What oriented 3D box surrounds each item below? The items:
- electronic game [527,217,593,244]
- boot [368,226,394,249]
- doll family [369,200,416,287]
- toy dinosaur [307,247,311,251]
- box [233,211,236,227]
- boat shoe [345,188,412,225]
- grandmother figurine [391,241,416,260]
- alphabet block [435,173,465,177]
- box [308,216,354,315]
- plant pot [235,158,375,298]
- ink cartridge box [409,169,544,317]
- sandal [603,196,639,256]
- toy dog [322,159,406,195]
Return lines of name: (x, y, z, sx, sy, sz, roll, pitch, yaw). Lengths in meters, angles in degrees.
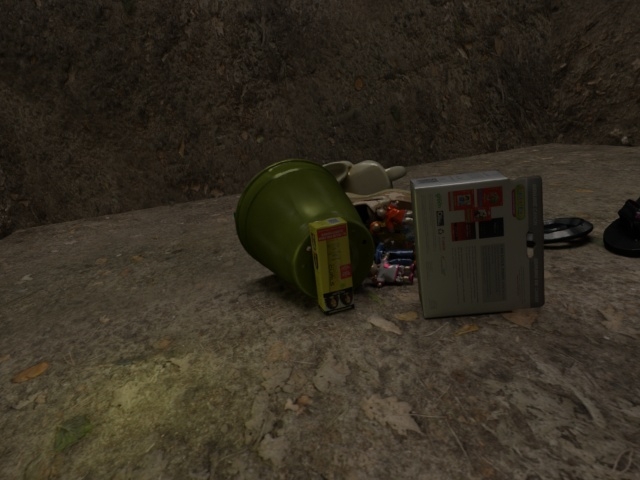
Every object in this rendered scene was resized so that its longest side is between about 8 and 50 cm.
electronic game: (0.743, -0.028, 1.593, 0.229, 0.048, 0.229, -13, 9, 2)
boot: (0.258, -0.027, 1.743, 0.123, 0.095, 0.258, -17, 15, -7)
doll family: (0.205, 0.020, 1.454, 0.163, 0.263, 0.118, 6, -16, 19)
toy dinosaur: (0.000, 0.000, 1.728, 0.064, 0.112, 0.212, 18, 60, 20)
box: (-0.319, -0.101, 2.313, 0.179, 0.105, 0.043, -21, 19, -39)
boat shoe: (0.185, -0.096, 1.695, 0.340, 0.122, 0.110, -2, 37, 9)
grandmother figurine: (0.377, -0.005, 1.621, 0.342, 0.104, 0.207, -16, 44, -39)
alphabet block: (0.505, -0.143, 1.885, 0.193, 0.193, 0.197, 6, 19, 38)
box: (0.030, 0.064, 1.236, 0.087, 0.233, 0.058, -11, 19, -17)
plant pot: (-0.024, -0.014, 1.432, 0.366, 0.367, 0.353, -13, 26, -19)
ink cartridge box: (0.357, 0.005, 1.149, 0.271, 0.310, 0.130, -5, 15, 7)
sandal: (0.971, -0.088, 1.487, 0.167, 0.107, 0.445, 6, 32, 47)
toy dog: (0.132, -0.184, 1.984, 0.395, 0.285, 0.408, -38, -4, -1)
